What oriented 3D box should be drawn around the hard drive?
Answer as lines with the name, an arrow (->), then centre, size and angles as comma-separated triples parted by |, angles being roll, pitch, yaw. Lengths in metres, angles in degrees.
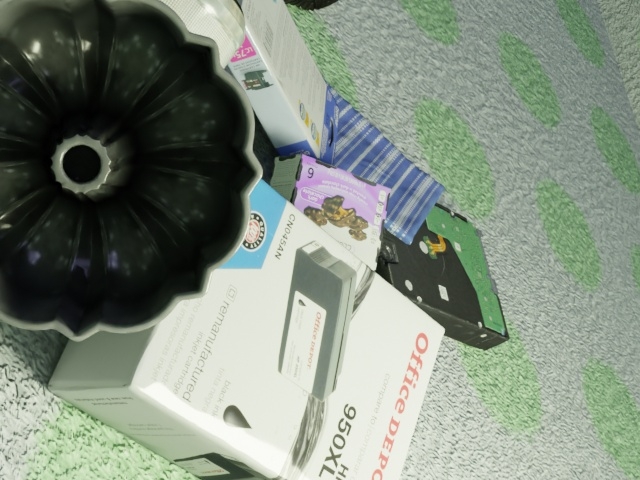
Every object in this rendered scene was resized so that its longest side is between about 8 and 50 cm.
hard drive -> 0.180, 0.038, 1.971 | 0.339, 0.064, 0.237 | 22, 48, -46

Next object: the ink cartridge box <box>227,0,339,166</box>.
ink cartridge box -> -0.061, -0.241, 1.665 | 0.311, 0.065, 0.186 | 57, 25, -37

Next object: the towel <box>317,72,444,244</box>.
towel -> 0.047, -0.151, 1.853 | 0.336, 0.040, 0.243 | 42, 27, -1

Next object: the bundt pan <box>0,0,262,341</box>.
bundt pan -> -0.222, -0.077, 1.128 | 0.331, 0.330, 0.124 | 56, 1, -9

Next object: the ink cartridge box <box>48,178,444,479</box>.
ink cartridge box -> -0.065, 0.133, 1.351 | 0.395, 0.166, 0.286 | 38, 60, -33

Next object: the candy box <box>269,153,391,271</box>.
candy box -> 0.000, 0.000, 1.626 | 0.164, 0.070, 0.196 | 19, 77, -35

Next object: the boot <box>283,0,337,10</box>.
boot -> -0.058, -0.545, 2.029 | 0.348, 0.131, 0.260 | -13, 76, -58

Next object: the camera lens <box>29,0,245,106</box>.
camera lens -> -0.232, -0.201, 1.296 | 0.219, 0.274, 0.219 | 34, -7, 5
